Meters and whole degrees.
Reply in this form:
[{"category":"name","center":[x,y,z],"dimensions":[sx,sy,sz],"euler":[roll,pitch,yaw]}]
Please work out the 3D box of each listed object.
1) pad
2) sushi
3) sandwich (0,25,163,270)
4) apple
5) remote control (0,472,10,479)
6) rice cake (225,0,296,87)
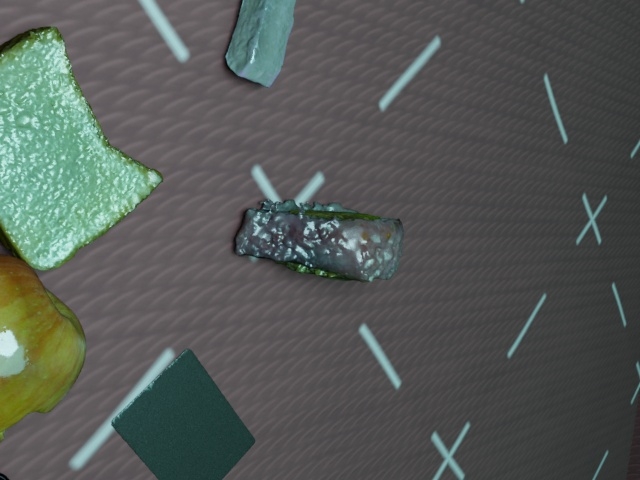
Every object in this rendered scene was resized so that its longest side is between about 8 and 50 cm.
[{"category":"pad","center":[-0.182,0.268,0.931],"dimensions":[0.143,0.003,0.211],"euler":[-44,126,-28]},{"category":"sushi","center":[0.015,0.003,0.954],"dimensions":[0.241,0.161,0.107],"euler":[2,98,-45]},{"category":"sandwich","center":[-0.297,-0.093,0.708],"dimensions":[0.186,0.065,0.215],"euler":[-45,125,-28]},{"category":"apple","center":[-0.331,0.114,0.650],"dimensions":[0.199,0.199,0.199],"euler":[-10,105,-42]},{"category":"remote control","center":[-0.408,0.367,0.702],"dimensions":[0.090,0.066,0.266],"euler":[26,82,-6]},{"category":"rice cake","center":[-0.043,-0.398,0.888],"dimensions":[0.070,0.064,0.399],"euler":[21,84,-53]}]
